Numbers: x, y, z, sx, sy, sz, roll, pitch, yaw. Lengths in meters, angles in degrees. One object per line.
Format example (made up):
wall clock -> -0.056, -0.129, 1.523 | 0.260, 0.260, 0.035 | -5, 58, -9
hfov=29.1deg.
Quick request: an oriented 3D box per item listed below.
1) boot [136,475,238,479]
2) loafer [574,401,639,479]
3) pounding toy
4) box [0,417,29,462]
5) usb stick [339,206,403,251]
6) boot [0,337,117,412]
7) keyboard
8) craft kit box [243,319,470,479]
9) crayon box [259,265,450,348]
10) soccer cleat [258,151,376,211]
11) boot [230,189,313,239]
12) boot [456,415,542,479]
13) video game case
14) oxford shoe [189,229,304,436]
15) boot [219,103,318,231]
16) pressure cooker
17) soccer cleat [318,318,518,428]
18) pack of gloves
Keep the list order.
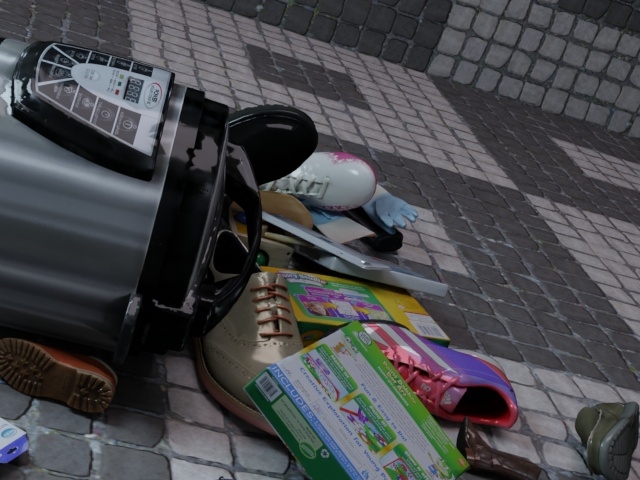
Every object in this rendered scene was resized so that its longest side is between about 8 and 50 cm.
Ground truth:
boot -> -0.126, 0.302, 1.349 | 0.219, 0.082, 0.106 | 15, -1, -6
loafer -> 0.425, 0.300, 1.857 | 0.087, 0.094, 0.251 | 2, 4, 21
pounding toy -> -0.096, 0.004, 2.053 | 0.130, 0.100, 0.141 | 14, 22, -18
box -> -0.389, 0.211, 1.354 | 0.136, 0.028, 0.081 | 29, 21, 13
usb stick -> 0.064, -0.058, 2.447 | 0.077, 0.045, 0.278 | -5, 32, -34
boot -> -0.324, 0.159, 1.518 | 0.158, 0.059, 0.084 | 25, 12, -2
keyboard -> 0.000, 0.000, 1.995 | 0.256, 0.014, 0.072 | 26, 7, 37
craft kit box -> 0.052, 0.235, 1.546 | 0.250, 0.061, 0.246 | 52, 31, 10
crayon box -> 0.039, 0.128, 1.898 | 0.278, 0.081, 0.165 | 10, 23, -28
soccer cleat -> -0.049, -0.113, 2.331 | 0.331, 0.116, 0.143 | 12, 19, 41
boot -> -0.180, -0.079, 2.220 | 0.269, 0.089, 0.236 | 5, 31, -41
boot -> 0.251, 0.299, 1.736 | 0.114, 0.037, 0.106 | 15, 34, -8
video game case -> 0.074, 0.043, 2.101 | 0.204, 0.025, 0.285 | 14, 3, -17
oxford shoe -> -0.093, 0.123, 1.685 | 0.140, 0.147, 0.397 | 8, 25, -37
boot -> -0.149, -0.070, 1.959 | 0.348, 0.131, 0.260 | -17, 40, -3
pressure cooker -> -0.281, -0.047, 1.599 | 0.420, 0.370, 0.375 | 15, -3, -8
soccer cleat -> 0.145, 0.198, 1.792 | 0.318, 0.109, 0.116 | 17, 19, -21
pack of gloves -> 0.063, -0.042, 2.356 | 0.195, 0.046, 0.232 | -19, 29, -22
